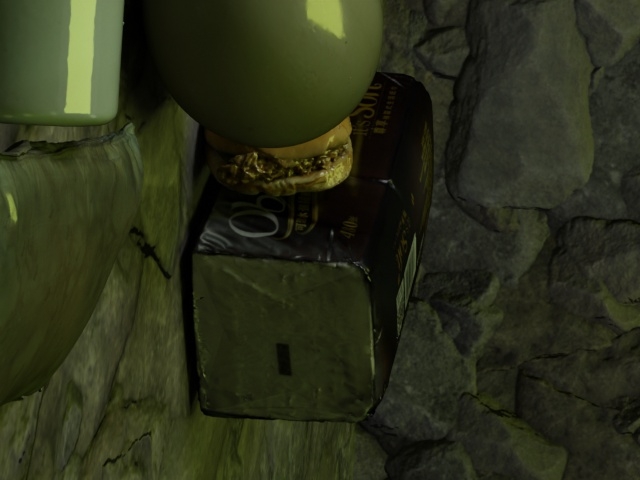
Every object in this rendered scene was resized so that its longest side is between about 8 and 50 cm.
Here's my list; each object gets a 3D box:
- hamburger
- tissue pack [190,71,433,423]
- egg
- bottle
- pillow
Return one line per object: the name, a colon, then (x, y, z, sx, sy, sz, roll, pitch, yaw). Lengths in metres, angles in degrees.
hamburger: (-0.040, -0.098, 1.487, 0.147, 0.138, 0.083, -102, -174, -62)
tissue pack: (0.000, 0.000, 1.604, 0.370, 0.198, 0.210, -72, 167, -54)
egg: (-0.045, -0.175, 1.246, 0.242, 0.186, 0.186, 71, 24, -56)
bottle: (-0.150, -0.184, 0.831, 0.104, 0.104, 0.245, -35, 129, -79)
pillow: (-0.169, 0.026, 0.849, 0.302, 0.075, 0.185, -33, 147, -80)
